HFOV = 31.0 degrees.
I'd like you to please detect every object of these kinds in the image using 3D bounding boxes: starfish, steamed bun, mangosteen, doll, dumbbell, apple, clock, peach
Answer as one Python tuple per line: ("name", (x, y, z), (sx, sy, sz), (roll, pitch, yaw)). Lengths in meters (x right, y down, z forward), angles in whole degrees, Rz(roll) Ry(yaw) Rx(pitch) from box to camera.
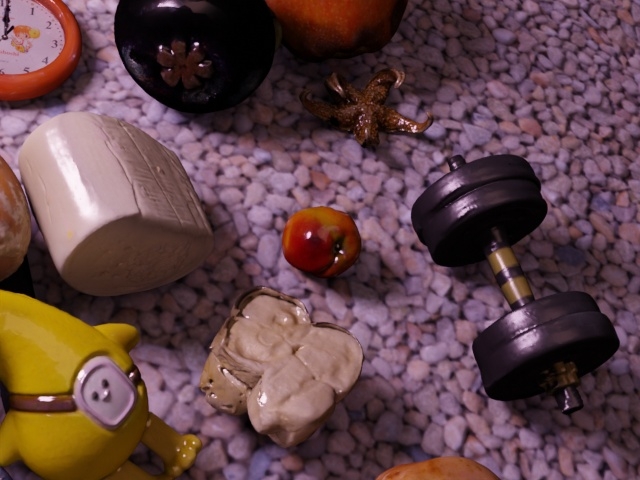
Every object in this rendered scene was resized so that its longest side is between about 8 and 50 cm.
("starfish", (0.060, -0.188, 1.668), (0.190, 0.074, 0.146), (-7, 60, -24))
("steamed bun", (-0.252, -0.039, 1.382), (0.200, 0.155, 0.250), (61, 15, 22))
("mangosteen", (-0.165, -0.283, 1.571), (0.243, 0.243, 0.243), (10, 56, -15))
("doll", (-0.291, 0.148, 1.230), (0.363, 0.145, 0.199), (41, 71, -19))
("steamed bun", (-0.053, 0.166, 1.381), (0.177, 0.106, 0.192), (24, 45, 1))
("dumbbell", (0.251, 0.050, 1.521), (0.185, 0.185, 0.388), (-8, 61, -25))
("apple", (0.022, -0.367, 1.694), (0.230, 0.230, 0.230), (10, 56, -15))
("clock", (-0.425, -0.272, 1.555), (0.205, 0.051, 0.205), (9, 56, -13))
("peach", (0.000, 0.000, 1.515), (0.101, 0.101, 0.101), (10, 56, -15))

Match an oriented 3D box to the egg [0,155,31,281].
("egg", (-0.436, -0.036, 1.300), (0.245, 0.203, 0.203), (24, 51, 21))

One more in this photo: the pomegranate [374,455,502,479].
("pomegranate", (0.132, 0.339, 1.287), (0.207, 0.207, 0.207), (10, 56, -15))

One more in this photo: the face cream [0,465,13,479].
("face cream", (-0.427, 0.332, 1.149), (0.144, 0.071, 0.291), (42, 54, 12))

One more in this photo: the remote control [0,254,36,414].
("remote control", (-0.361, 0.094, 1.360), (0.063, 0.025, 0.245), (-9, 62, -21))
